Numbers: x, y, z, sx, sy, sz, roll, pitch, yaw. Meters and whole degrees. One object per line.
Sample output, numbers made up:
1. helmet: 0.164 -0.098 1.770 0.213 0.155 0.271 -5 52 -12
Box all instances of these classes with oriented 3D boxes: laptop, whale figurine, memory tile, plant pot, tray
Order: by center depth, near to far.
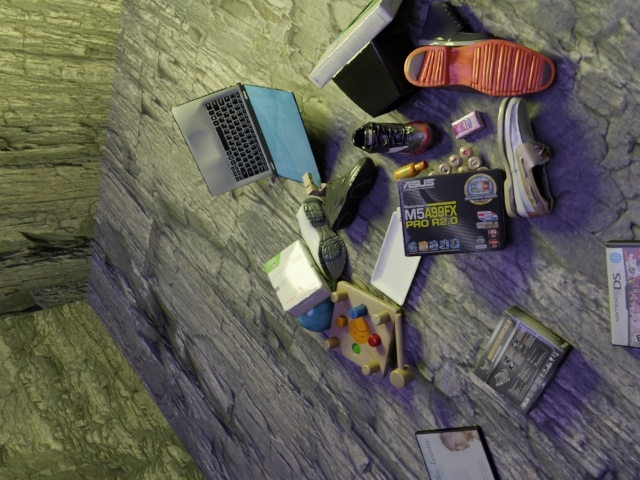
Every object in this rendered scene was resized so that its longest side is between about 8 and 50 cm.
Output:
1. memory tile: 0.380 -0.177 1.552 0.148 0.012 0.113 -40 84 26
2. plant pot: 0.181 -0.463 1.624 0.187 0.188 0.167 -34 87 45
3. tray: 0.251 0.056 1.773 0.145 0.030 0.270 36 123 35
4. laptop: -0.250 -0.317 1.958 0.236 0.408 0.382 -111 1 -53
5. whale figurine: -0.037 0.195 2.025 0.216 0.141 0.272 -32 73 46

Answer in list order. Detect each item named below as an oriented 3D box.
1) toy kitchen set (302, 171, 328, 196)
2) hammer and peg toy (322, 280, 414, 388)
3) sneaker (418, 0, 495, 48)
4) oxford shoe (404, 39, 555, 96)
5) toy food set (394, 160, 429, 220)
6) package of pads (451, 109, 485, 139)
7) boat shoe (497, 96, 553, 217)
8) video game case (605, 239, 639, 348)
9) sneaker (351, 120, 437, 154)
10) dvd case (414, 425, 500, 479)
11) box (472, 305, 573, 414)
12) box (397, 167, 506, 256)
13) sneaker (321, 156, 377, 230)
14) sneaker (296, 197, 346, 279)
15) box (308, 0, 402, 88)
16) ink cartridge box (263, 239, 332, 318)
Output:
1. toy kitchen set: -0.003 -0.200 1.945 0.068 0.083 0.075 -39 59 45
2. hammer and peg toy: 0.177 0.303 1.839 0.361 0.127 0.266 24 114 40
3. sneaker: 0.357 -0.563 1.478 0.222 0.083 0.118 19 108 40
4. oxford shoe: 0.407 -0.435 1.441 0.363 0.132 0.130 14 103 24
5. toy food set: 0.293 -0.105 1.624 0.104 0.111 0.232 -21 68 44
6. package of pads: 0.399 -0.312 1.529 0.083 0.032 0.050 -25 79 46
7. boat shoe: 0.510 -0.204 1.390 0.103 0.113 0.302 3 112 45
8. video game case: 0.775 0.124 1.235 0.275 0.035 0.248 0 99 46
9. sneaker: 0.204 -0.300 1.662 0.276 0.135 0.098 10 104 44
10. dvd case: 0.416 0.670 1.748 0.253 0.022 0.180 -27 80 46
11. box: 0.535 0.321 1.517 0.183 0.056 0.231 38 124 35
12. box: 0.351 -0.073 1.521 0.270 0.060 0.216 -4 97 15
13. sneaker: 0.079 -0.167 1.851 0.130 0.109 0.286 55 131 30
14. sneaker: 0.000 0.000 1.989 0.129 0.111 0.297 -37 69 62
15. box: 0.112 -0.603 1.633 0.058 0.232 0.322 40 137 -18
16. ink cartridge box: -0.079 0.134 1.953 0.160 0.092 0.219 -35 54 9
